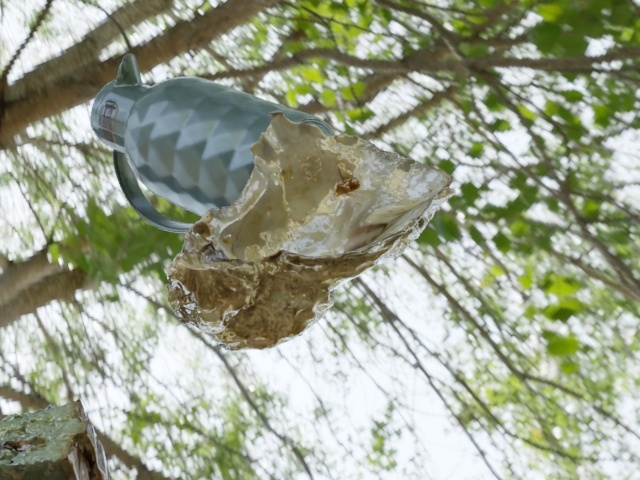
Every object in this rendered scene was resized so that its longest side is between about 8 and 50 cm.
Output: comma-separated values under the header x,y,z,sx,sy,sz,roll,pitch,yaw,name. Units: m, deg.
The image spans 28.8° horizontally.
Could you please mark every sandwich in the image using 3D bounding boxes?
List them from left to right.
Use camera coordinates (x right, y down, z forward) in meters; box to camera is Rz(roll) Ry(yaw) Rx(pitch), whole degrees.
x,y,z,sx,sy,sz,roll,pitch,yaw,name
-0.390,0.348,1.452,0.325,0.131,0.262,-12,-69,5,sandwich

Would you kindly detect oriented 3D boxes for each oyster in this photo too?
x,y,z,sx,sy,sz,roll,pitch,yaw,name
-0.016,0.000,0.912,0.232,0.161,0.107,-36,-46,-35,oyster

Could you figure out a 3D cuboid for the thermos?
x,y,z,sx,sy,sz,roll,pitch,yaw,name
-0.129,-0.088,1.358,0.145,0.286,0.182,-19,-57,-49,thermos
